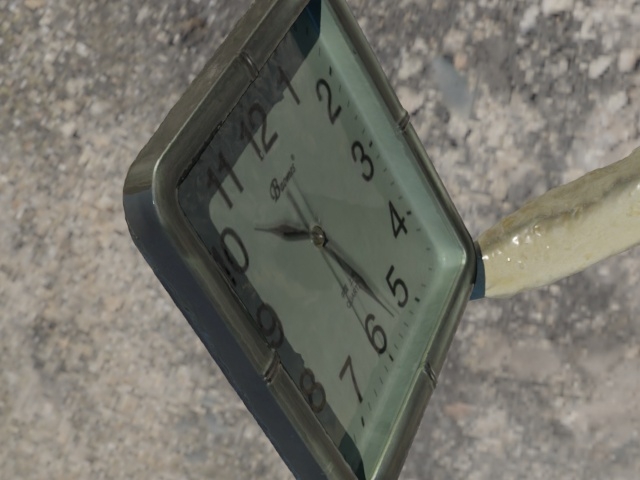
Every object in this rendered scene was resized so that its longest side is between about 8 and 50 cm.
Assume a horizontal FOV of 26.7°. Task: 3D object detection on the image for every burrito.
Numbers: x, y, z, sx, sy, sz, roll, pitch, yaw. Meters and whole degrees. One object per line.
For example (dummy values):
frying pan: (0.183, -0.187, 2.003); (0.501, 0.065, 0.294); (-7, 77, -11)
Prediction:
burrito: (0.219, -0.024, 1.028); (0.275, 0.082, 0.059); (-27, 133, 18)

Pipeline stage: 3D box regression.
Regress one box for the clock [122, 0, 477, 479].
clock: (-0.001, 0.000, 0.853); (0.049, 0.273, 0.279); (-13, 121, 33)
